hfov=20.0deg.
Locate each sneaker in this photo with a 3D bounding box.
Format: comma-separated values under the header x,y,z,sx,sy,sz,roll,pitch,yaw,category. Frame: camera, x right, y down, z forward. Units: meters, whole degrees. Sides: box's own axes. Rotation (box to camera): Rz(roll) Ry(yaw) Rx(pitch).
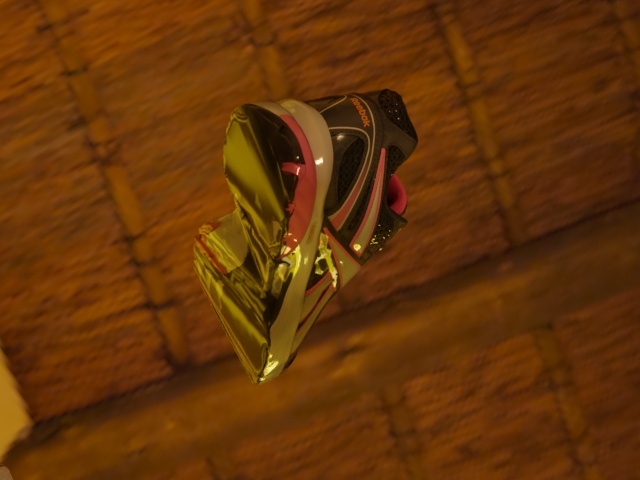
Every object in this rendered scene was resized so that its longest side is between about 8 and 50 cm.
x,y,z,sx,sy,sz,roll,pitch,yaw,category
0.000,0.000,0.765,0.072,0.077,0.178,63,-23,20,sneaker

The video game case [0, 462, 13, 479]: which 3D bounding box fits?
x,y,z,sx,sy,sz,roll,pitch,yaw,category
-0.109,0.185,0.571,0.042,0.210,0.232,-26,-99,9,video game case
